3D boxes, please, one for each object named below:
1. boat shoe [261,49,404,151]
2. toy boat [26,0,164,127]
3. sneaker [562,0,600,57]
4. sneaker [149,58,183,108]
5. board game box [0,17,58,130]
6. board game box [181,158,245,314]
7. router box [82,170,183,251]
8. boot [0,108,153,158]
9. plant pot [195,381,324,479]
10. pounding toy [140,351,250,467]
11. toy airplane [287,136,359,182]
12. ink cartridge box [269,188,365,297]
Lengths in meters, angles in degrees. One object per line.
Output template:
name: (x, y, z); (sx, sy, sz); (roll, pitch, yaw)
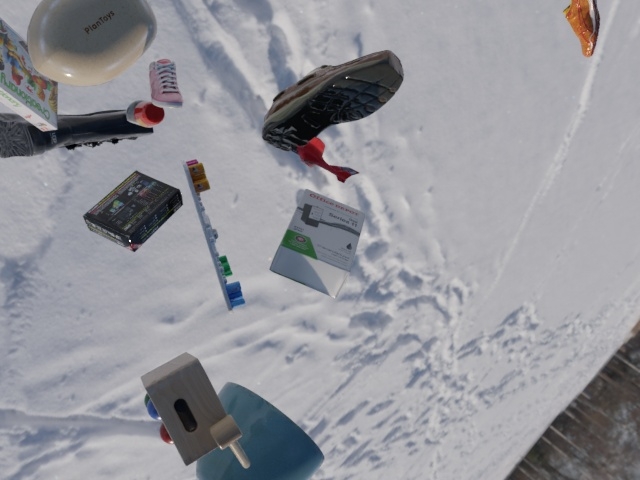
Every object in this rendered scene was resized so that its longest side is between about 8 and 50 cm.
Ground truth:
boat shoe: (0.008, -0.296, 1.093); (0.324, 0.119, 0.123); (-20, 146, 31)
toy boat: (-0.441, -0.373, 1.146); (0.267, 0.148, 0.318); (-39, 116, -19)
sneaker: (0.567, -0.484, 1.190); (0.064, 0.068, 0.175); (-49, 127, -40)
sneaker: (-0.276, -0.281, 0.970); (0.051, 0.134, 0.070); (-5, 121, -26)
board game box: (-0.812, -0.444, 1.473); (0.053, 0.192, 0.305); (-6, 168, 4)
board game box: (-0.302, -0.033, 1.515); (0.050, 0.390, 0.389); (-18, 104, -11)
router box: (-0.291, -0.048, 0.859); (0.122, 0.092, 0.038); (-53, 158, -35)
boot: (-0.859, -0.391, 1.875); (0.445, 0.367, 0.146); (-30, 130, -48)
plant pot: (-0.165, 0.489, 1.232); (0.195, 0.290, 0.290); (-49, 155, -28)
pounding toy: (-0.181, 0.270, 0.789); (0.094, 0.181, 0.206); (-27, -176, -22)
toy airplane: (0.003, -0.151, 1.061); (0.028, 0.151, 0.151); (-67, 156, -13)
ink cartridge box: (0.000, 0.000, 1.157); (0.208, 0.153, 0.086); (-71, -176, -51)
